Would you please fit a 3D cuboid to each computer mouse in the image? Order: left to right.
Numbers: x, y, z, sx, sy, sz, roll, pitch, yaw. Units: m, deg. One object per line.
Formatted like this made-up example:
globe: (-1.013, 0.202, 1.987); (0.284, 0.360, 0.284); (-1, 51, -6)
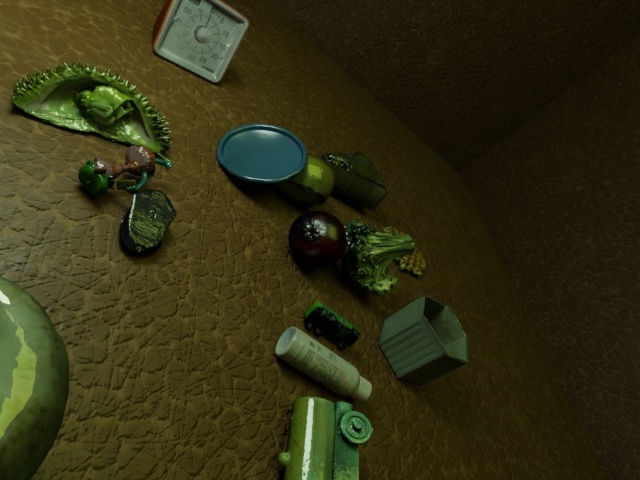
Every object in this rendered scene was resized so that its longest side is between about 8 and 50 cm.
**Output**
computer mouse: (-0.381, -0.039, 0.884); (0.099, 0.057, 0.172); (31, 47, -32)

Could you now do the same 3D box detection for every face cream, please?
face cream: (0.016, 0.311, 0.988); (0.269, 0.082, 0.082); (39, 33, -20)

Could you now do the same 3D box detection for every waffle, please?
waffle: (0.368, 0.048, 1.757); (0.238, 0.059, 0.243); (12, 50, -50)

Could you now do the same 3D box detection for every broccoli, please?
broccoli: (0.186, 0.039, 1.320); (0.247, 0.243, 0.263); (77, -1, -54)

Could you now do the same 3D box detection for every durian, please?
durian: (-0.523, -0.315, 0.983); (0.355, 0.157, 0.169); (18, 79, -41)

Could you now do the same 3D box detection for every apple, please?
apple: (-0.053, -0.215, 1.395); (0.188, 0.174, 0.207); (37, 17, -25)

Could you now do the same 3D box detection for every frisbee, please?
frisbee: (-0.185, -0.271, 1.296); (0.289, 0.049, 0.289); (5, 51, -6)

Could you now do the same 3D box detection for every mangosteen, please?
mangosteen: (0.000, 0.000, 1.224); (0.200, 0.200, 0.200); (33, 35, -27)

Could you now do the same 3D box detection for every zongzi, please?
zongzi: (0.106, -0.331, 1.716); (0.323, 0.160, 0.360); (26, 39, -36)

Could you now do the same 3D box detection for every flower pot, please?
flower pot: (0.323, 0.314, 1.273); (0.239, 0.189, 0.209); (28, 37, -34)

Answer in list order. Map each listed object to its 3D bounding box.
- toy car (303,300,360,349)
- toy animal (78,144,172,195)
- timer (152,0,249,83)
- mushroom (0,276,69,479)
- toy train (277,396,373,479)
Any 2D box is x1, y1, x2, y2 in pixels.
toy car: (0.032, 0.231, 1.107); (0.165, 0.071, 0.062); (36, 20, -22)
toy animal: (-0.425, -0.154, 0.911); (0.103, 0.100, 0.208); (50, 27, -3)
timer: (-0.411, -0.726, 1.391); (0.257, 0.250, 0.161); (14, 46, -44)
mushroom: (-0.445, 0.154, 0.392); (0.352, 0.260, 0.352); (29, 42, -30)
toy train: (0.005, 0.463, 0.801); (0.189, 0.126, 0.307); (9, 40, -3)
